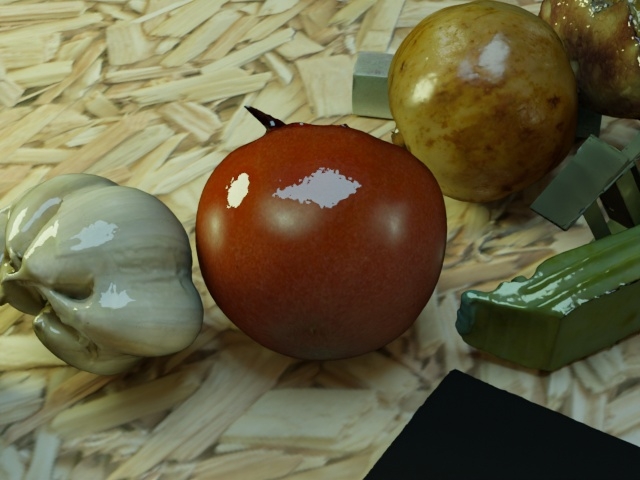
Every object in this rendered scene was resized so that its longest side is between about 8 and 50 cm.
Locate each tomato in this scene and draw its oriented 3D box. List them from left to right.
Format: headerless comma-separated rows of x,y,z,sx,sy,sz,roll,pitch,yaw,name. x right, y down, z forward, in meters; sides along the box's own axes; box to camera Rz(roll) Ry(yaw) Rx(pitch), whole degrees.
0.000,0.000,1.390,0.256,0.256,0.224,3,55,4,tomato

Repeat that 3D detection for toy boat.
0.277,0.059,1.415,0.276,0.111,0.084,-17,46,-19,toy boat

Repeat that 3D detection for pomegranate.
0.184,-0.161,1.609,0.248,0.248,0.248,0,38,0,pomegranate

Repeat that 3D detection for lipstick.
0.201,-0.187,1.765,0.317,0.068,0.066,6,39,8,lipstick

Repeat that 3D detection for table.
0.319,-0.050,1.471,0.175,0.146,0.062,-47,52,-6,table

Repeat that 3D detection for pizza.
0.346,-0.228,1.627,0.085,0.161,0.305,3,22,-20,pizza

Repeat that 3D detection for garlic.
-0.238,0.019,1.383,0.203,0.185,0.281,1,35,-49,garlic

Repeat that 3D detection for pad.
0.207,0.232,1.281,0.300,0.005,0.202,21,42,25,pad
